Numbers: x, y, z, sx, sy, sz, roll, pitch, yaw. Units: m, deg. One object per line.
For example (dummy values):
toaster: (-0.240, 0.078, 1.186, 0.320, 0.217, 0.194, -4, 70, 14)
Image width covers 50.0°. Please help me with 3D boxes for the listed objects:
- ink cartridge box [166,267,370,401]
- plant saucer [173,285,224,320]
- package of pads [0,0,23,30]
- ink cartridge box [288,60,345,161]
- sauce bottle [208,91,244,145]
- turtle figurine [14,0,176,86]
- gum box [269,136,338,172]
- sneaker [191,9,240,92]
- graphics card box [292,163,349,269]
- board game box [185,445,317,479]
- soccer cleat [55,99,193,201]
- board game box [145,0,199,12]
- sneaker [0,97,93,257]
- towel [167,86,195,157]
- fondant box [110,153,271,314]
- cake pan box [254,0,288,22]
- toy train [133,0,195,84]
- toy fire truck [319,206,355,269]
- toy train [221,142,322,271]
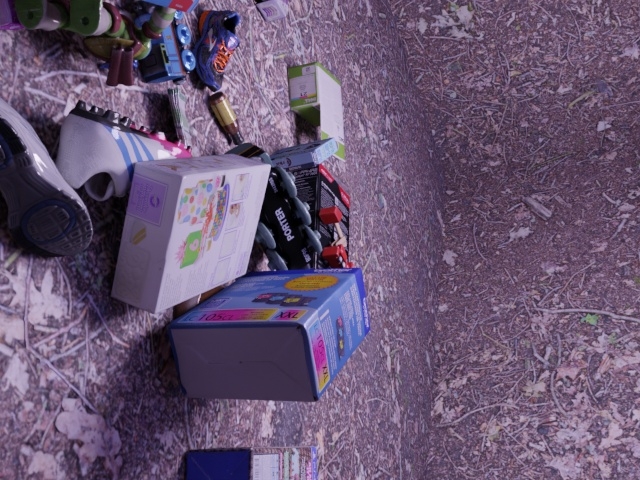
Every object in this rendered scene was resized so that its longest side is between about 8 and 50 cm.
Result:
ink cartridge box: (-0.071, 0.159, 1.336, 0.395, 0.270, 0.151, -33, 117, -66)
plant saucer: (-0.223, 0.156, 1.377, 0.199, 0.036, 0.198, -9, 90, -67)
package of pads: (-0.457, -0.349, 0.994, 0.050, 0.032, 0.083, -35, 115, -67)
ink cartridge box: (-0.008, -0.365, 2.009, 0.189, 0.097, 0.255, 17, 68, -66)
sauce bottle: (-0.211, -0.274, 1.556, 0.042, 0.042, 0.128, -75, 150, -45)
turtle figurine: (-0.333, -0.390, 1.079, 0.198, 0.274, 0.266, 42, 17, 2)
gum box: (-0.058, -0.212, 1.748, 0.184, 0.157, 0.041, -47, 124, -62)
sneaker: (-0.225, -0.427, 1.513, 0.083, 0.087, 0.221, 40, 46, -57)
graphics card box: (0.000, 0.000, 1.898, 0.233, 0.094, 0.370, 44, 42, -57)
board game box: (-0.126, 0.522, 1.338, 0.291, 0.141, 0.231, 34, 52, -61)
soccer cleat: (-0.331, -0.132, 1.155, 0.143, 0.116, 0.331, -69, 164, 3)
board game box: (-0.326, -0.494, 0.953, 0.308, 0.086, 0.301, 1, 62, -43)
sneaker: (-0.401, -0.096, 0.945, 0.297, 0.111, 0.129, 74, -5, -45)
towel: (-0.269, -0.222, 1.363, 0.113, 0.023, 0.151, -108, -174, -88)
fondant box: (-0.222, -0.027, 1.245, 0.330, 0.096, 0.238, -25, 132, -68)
cake pan box: (-0.157, -0.757, 1.828, 0.245, 0.070, 0.266, 51, 37, -48)
toy train: (-0.305, -0.391, 1.322, 0.105, 0.080, 0.184, -28, 108, -61)
toy fire truck: (0.046, 0.018, 1.820, 0.192, 0.047, 0.135, 60, 30, -43)
toy train: (-0.115, -0.065, 1.533, 0.190, 0.142, 0.333, 40, -19, 46)
